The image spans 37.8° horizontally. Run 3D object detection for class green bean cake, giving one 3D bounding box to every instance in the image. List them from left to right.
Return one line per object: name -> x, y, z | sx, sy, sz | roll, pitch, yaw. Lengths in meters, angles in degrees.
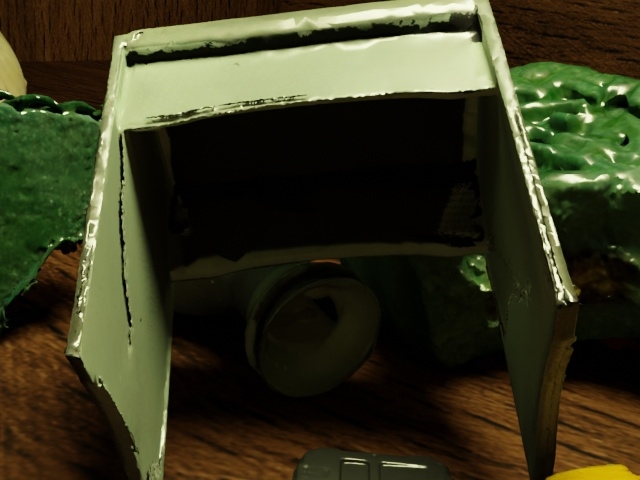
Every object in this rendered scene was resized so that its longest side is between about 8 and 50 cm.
green bean cake -> -0.261, -0.022, 0.787 | 0.193, 0.208, 0.107 | 6, 4, -36
green bean cake -> 0.200, -0.017, 0.795 | 0.300, 0.169, 0.308 | -34, 38, -25

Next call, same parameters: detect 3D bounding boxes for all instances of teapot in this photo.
teapot -> -0.061, 0.018, 0.784 | 0.184, 0.183, 0.251 | -5, 30, -31

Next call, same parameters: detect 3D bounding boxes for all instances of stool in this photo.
stool -> 0.000, 0.000, 0.573 | 0.244, 0.170, 0.269 | -6, 46, 2

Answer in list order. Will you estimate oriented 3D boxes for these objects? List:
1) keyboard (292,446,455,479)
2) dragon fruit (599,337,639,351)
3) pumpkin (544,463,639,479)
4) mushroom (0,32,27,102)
keyboard -> 0.029, 0.179, 0.492 | 0.106, 0.016, 0.262 | 5, 15, 1
dragon fruit -> 0.318, 0.035, 0.938 | 0.123, 0.092, 0.192 | 4, 16, -3
pumpkin -> 0.196, 0.164, 0.430 | 0.184, 0.107, 0.119 | 1, 7, 16
mushroom -> -0.469, -0.099, 0.948 | 0.363, 0.294, 0.362 | -5, 43, 5
